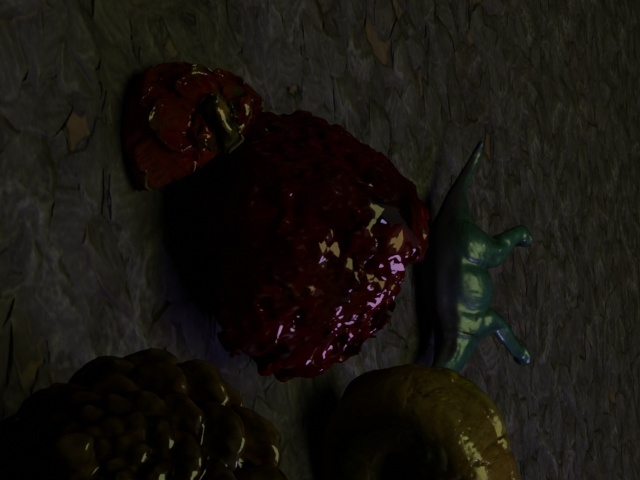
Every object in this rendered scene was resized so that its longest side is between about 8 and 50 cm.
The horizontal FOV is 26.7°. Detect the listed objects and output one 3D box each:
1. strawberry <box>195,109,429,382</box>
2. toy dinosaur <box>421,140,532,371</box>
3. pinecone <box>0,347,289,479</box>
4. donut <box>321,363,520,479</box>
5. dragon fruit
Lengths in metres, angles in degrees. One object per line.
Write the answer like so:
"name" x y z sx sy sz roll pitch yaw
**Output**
"strawberry" 0.000 0.000 1.293 0.274 0.220 0.274 -6 90 -67
"toy dinosaur" 0.160 0.053 1.792 0.331 0.129 0.384 -3 85 -56
"pinecone" -0.127 0.210 0.970 0.309 0.244 0.244 55 35 -66
"donut" 0.108 0.266 1.474 0.128 0.208 0.261 -22 98 -64
"dragon fruit" -0.114 -0.126 1.231 0.083 0.106 0.162 66 32 -28
